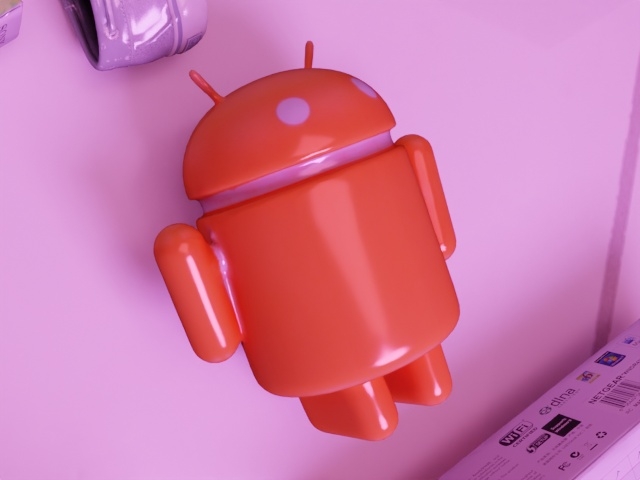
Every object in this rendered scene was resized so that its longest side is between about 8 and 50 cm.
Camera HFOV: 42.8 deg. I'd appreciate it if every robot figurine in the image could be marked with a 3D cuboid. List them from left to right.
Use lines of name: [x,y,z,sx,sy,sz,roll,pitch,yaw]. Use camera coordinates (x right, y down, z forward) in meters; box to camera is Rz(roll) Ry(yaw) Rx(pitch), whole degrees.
robot figurine: [-0.001,0.001,0.459,0.158,0.128,0.219,-19,96,7]

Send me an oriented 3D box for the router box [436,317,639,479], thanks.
router box: [0.195,0.256,0.543,0.335,0.082,0.301,-30,107,-24]

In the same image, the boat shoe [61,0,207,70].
boat shoe: [-0.139,-0.200,0.433,0.081,0.079,0.227,-30,103,-28]

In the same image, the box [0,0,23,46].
box: [-0.329,-0.165,0.354,0.232,0.058,0.322,-43,106,-21]
